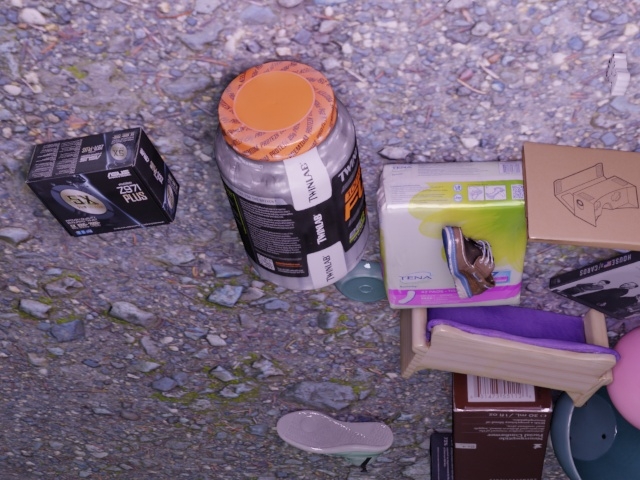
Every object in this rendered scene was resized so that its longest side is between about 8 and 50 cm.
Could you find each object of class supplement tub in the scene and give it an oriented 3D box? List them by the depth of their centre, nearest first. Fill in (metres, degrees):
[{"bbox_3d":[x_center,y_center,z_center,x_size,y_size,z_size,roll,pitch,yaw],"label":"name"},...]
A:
[{"bbox_3d":[-0.038,-0.086,1.445,0.194,0.193,0.316,-2,146,8],"label":"supplement tub"}]

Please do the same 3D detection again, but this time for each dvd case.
[{"bbox_3d":[0.530,0.072,1.719,0.179,0.029,0.239,22,152,-28],"label":"dvd case"}]

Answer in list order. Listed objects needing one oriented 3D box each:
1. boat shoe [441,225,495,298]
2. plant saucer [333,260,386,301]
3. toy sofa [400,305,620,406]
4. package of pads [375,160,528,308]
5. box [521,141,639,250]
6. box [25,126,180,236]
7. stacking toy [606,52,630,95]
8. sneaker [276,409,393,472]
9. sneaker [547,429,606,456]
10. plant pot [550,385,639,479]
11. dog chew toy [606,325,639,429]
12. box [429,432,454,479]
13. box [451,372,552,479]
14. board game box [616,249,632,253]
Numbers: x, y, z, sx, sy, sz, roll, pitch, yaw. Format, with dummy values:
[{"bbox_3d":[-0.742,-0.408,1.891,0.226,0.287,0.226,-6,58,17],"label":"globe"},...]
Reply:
[{"bbox_3d":[0.222,0.026,1.528,0.066,0.066,0.183,-12,153,11],"label":"boat shoe"},{"bbox_3d":[0.080,0.078,1.819,0.119,0.021,0.119,3,145,2],"label":"plant saucer"},{"bbox_3d":[0.328,0.164,1.808,0.363,0.150,0.177,10,142,-9],"label":"toy sofa"},{"bbox_3d":[0.204,-0.005,1.621,0.229,0.101,0.296,-1,144,5],"label":"package of pads"},{"bbox_3d":[0.389,-0.062,1.466,0.201,0.164,0.021,5,147,-2],"label":"box"},{"bbox_3d":[-0.327,-0.086,1.572,0.180,0.077,0.147,-7,143,15],"label":"box"},{"bbox_3d":[0.466,-0.260,1.281,0.167,0.052,0.221,3,143,-2],"label":"stacking toy"},{"bbox_3d":[0.022,0.454,2.300,0.256,0.094,0.151,9,148,-5],"label":"sneaker"},{"bbox_3d":[0.548,0.444,2.208,0.290,0.105,0.123,21,147,-39],"label":"sneaker"},{"bbox_3d":[0.563,0.370,2.011,0.290,0.290,0.195,14,171,-14],"label":"plant pot"},{"bbox_3d":[0.649,0.191,1.783,0.207,0.206,0.332,21,126,-23],"label":"dog chew toy"},{"bbox_3d":[0.348,0.521,2.314,0.207,0.153,0.108,1,145,5],"label":"box"},{"bbox_3d":[0.362,0.371,2.115,0.191,0.143,0.381,-2,147,8],"label":"box"},{"bbox_3d":[0.507,-0.036,1.603,0.212,0.039,0.160,16,144,-16],"label":"board game box"}]
